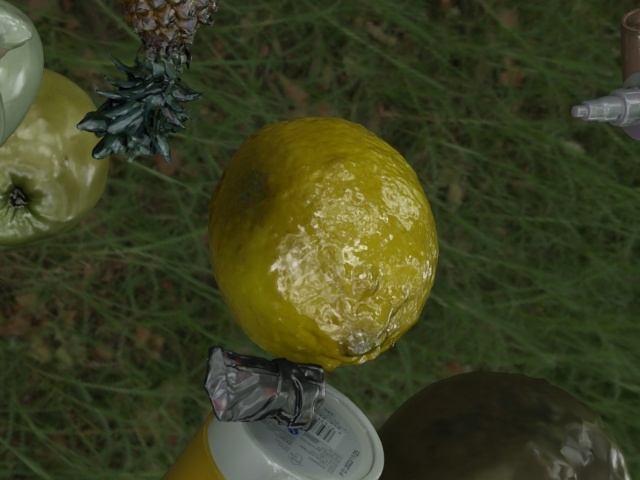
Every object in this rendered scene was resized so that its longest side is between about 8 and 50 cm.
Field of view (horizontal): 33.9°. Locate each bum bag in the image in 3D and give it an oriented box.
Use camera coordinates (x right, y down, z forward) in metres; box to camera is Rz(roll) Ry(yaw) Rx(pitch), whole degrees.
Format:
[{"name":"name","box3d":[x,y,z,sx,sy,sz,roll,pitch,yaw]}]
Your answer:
[{"name":"bum bag","box3d":[-0.041,0.114,0.800,0.124,0.034,0.058,13,73,-41]}]

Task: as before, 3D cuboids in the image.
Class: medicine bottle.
[{"name":"medicine bottle","box3d":[0.283,-0.110,0.843,0.199,0.057,0.057,-7,114,-25]}]

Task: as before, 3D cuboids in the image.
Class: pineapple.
[{"name":"pineapple","box3d":[-0.120,-0.162,0.780,0.103,0.083,0.221,-59,167,-66]}]

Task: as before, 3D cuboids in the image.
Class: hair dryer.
[{"name":"hair dryer","box3d":[0.482,-0.310,1.534,0.117,0.064,0.181,72,33,-42]}]

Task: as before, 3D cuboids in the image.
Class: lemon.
[{"name":"lemon","box3d":[0.000,0.000,0.917,0.204,0.260,0.204,-10,135,-10]}]

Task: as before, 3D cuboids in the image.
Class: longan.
[{"name":"longan","box3d":[0.239,0.397,1.526,0.436,0.404,0.404,-39,135,-50]}]

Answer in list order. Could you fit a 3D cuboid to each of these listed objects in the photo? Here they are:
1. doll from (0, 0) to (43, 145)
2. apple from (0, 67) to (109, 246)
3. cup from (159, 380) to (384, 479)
[{"name":"doll","box3d":[-0.229,-0.082,0.617,0.155,0.275,0.113,-43,100,-1]},{"name":"apple","box3d":[-0.431,-0.116,1.526,0.262,0.262,0.262,-23,124,-39]},{"name":"cup","box3d":[-0.034,0.251,0.933,0.241,0.185,0.226,23,116,-12]}]
